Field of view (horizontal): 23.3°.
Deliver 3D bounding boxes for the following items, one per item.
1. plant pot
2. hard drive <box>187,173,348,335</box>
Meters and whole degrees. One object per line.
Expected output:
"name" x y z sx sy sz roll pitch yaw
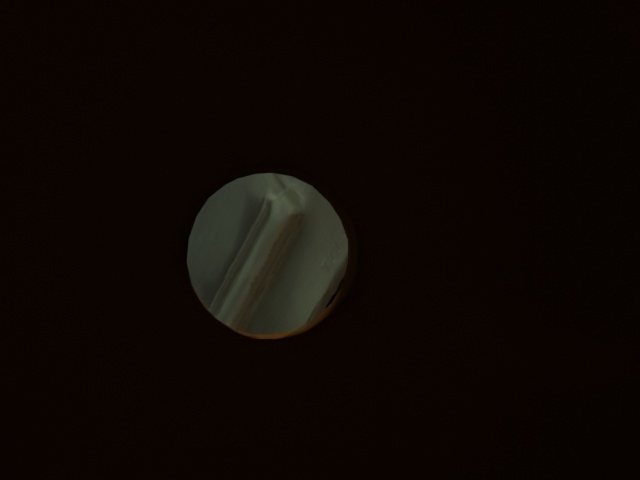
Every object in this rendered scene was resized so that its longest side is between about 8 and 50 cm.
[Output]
"plant pot" 0.000 0.000 0.234 0.291 0.291 0.203 43 -4 -4
"hard drive" -0.040 -0.105 0.504 0.064 0.237 0.339 7 34 -38
